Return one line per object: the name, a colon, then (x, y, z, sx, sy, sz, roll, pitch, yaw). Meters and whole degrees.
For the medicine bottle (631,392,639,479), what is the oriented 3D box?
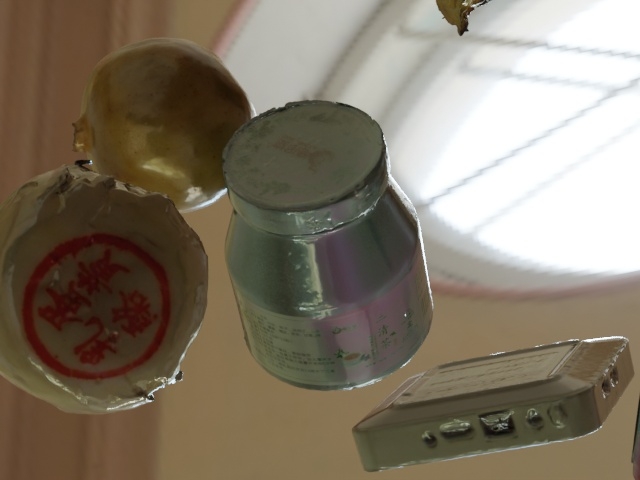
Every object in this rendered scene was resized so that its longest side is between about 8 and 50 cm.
medicine bottle: (0.327, 0.171, 1.626, 0.094, 0.119, 0.188, -54, -30, -60)

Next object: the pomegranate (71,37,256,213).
pomegranate: (-0.190, -0.141, 2.376, 0.233, 0.233, 0.233, 34, -131, -52)

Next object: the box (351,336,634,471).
box: (0.263, 0.235, 2.846, 0.373, 0.367, 0.090, -28, -76, -69)

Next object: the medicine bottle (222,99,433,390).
medicine bottle: (0.000, 0.000, 2.299, 0.245, 0.245, 0.290, -73, -22, -43)

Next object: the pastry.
pastry: (-0.239, 0.051, 1.969, 0.264, 0.133, 0.265, 0, -91, -20)

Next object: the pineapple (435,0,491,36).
pineapple: (0.180, -0.439, 2.384, 0.161, 0.158, 0.334, 45, 162, 32)
